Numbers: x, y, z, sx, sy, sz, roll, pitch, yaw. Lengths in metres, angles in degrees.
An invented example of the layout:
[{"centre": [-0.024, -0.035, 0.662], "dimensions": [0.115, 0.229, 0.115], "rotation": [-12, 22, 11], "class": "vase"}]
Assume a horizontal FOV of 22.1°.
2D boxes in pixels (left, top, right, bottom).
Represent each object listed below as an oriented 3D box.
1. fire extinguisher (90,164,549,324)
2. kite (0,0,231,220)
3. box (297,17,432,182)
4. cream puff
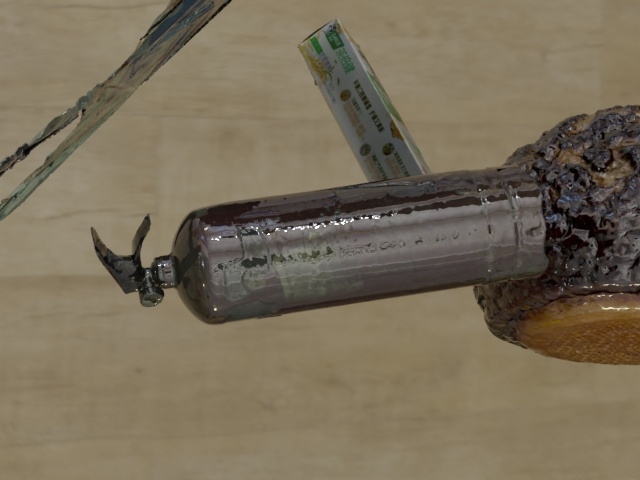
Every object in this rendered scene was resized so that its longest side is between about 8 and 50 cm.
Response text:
[{"centre": [0.000, 0.000, 0.961], "dimensions": [0.268, 0.089, 0.072], "rotation": [-8, 58, -12], "class": "fire extinguisher"}, {"centre": [-0.126, -0.104, 1.014], "dimensions": [0.011, 0.335, 0.314], "rotation": [45, 44, -1], "class": "kite"}, {"centre": [0.043, -0.065, 1.129], "dimensions": [0.041, 0.207, 0.050], "rotation": [-35, 145, 13], "class": "box"}, {"centre": [0.223, -0.003, 1.171], "dimensions": [0.239, 0.239, 0.165], "rotation": [12, 68, -30], "class": "cream puff"}]
